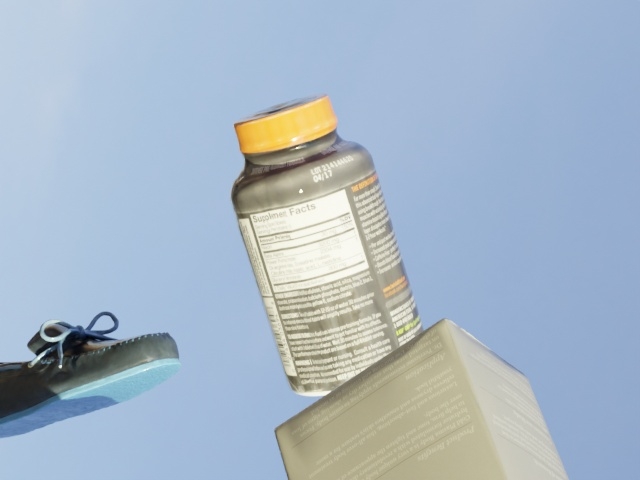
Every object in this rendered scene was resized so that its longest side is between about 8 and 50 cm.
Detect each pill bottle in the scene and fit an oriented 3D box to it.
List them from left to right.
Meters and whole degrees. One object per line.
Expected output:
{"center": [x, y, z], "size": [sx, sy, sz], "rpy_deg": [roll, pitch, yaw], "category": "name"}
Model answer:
{"center": [0.000, 0.000, 1.643], "size": [0.130, 0.130, 0.246], "rpy_deg": [2, -70, 64], "category": "pill bottle"}

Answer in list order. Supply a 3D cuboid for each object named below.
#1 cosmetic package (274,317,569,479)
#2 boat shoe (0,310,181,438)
{"center": [0.074, 0.175, 0.985], "size": [0.127, 0.107, 0.238], "rpy_deg": [-33, -128, 19], "category": "cosmetic package"}
{"center": [-0.245, 0.116, 1.750], "size": [0.258, 0.109, 0.089], "rpy_deg": [-18, -106, 27], "category": "boat shoe"}
